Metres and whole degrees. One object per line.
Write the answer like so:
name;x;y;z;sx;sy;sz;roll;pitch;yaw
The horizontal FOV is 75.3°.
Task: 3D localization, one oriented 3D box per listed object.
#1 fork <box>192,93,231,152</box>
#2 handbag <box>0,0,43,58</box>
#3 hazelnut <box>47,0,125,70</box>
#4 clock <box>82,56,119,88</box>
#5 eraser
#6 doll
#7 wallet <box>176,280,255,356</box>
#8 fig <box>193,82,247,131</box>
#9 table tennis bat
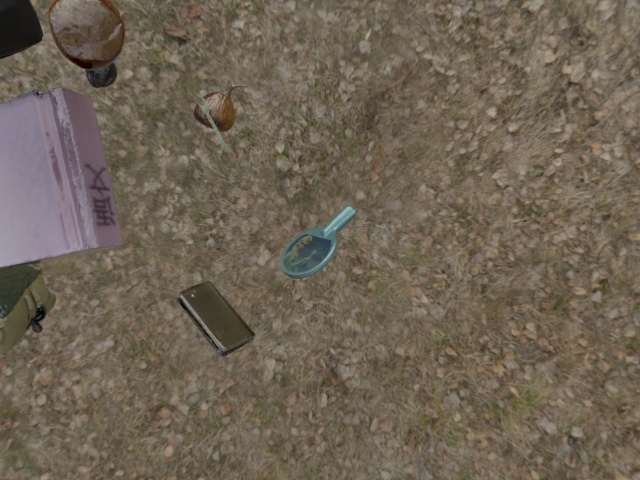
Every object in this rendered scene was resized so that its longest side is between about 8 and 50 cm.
fork;-0.351;-0.385;1.365;0.034;0.028;0.219;-33;88;29
handbag;-0.502;-0.246;0.494;0.223;0.080;0.247;20;47;26
hazelnut;-0.470;-0.425;0.834;0.143;0.143;0.154;13;115;0
clock;-0.762;-0.648;1.433;0.100;0.195;0.194;19;64;6
eraser;-0.631;-0.136;0.961;0.272;0.122;0.359;-11;91;14
doll;-0.918;0.194;1.192;0.247;0.349;0.247;-7;120;-12
wallet;-0.261;0.189;1.033;0.198;0.110;0.031;45;128;19
fig;-0.348;-0.482;1.449;0.134;0.146;0.201;39;114;8
table tennis bat;0.000;0.000;1.018;0.237;0.149;0.038;-44;127;-13
